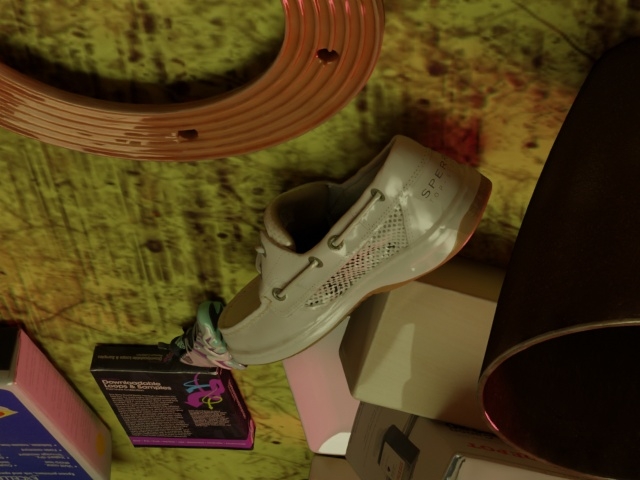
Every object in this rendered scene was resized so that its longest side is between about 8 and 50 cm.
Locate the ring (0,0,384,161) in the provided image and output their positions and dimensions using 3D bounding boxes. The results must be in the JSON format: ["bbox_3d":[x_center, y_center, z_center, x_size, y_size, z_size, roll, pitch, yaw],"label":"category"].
[{"bbox_3d":[-0.128,-0.151,1.049,0.336,0.032,0.336,6,149,4],"label":"ring"}]

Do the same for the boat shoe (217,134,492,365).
[{"bbox_3d":[0.000,0.000,1.223,0.096,0.098,0.277,38,136,-17],"label":"boat shoe"}]

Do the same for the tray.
[{"bbox_3d":[0.046,0.117,1.465,0.145,0.030,0.270,1,149,9],"label":"tray"}]

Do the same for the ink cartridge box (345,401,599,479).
[{"bbox_3d":[0.126,0.181,1.324,0.158,0.092,0.218,14,-169,-17],"label":"ink cartridge box"}]

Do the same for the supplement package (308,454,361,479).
[{"bbox_3d":[0.048,0.342,1.682,0.149,0.194,0.203,7,150,0],"label":"supplement package"}]

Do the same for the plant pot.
[{"bbox_3d":[0.209,-0.001,1.027,0.215,0.230,0.215,6,149,4],"label":"plant pot"}]

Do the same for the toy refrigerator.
[{"bbox_3d":[0.159,0.087,1.296,0.269,0.094,0.102,14,109,-12],"label":"toy refrigerator"}]

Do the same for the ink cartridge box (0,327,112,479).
[{"bbox_3d":[-0.362,0.176,1.627,0.303,0.072,0.307,-2,151,15],"label":"ink cartridge box"}]

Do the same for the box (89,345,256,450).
[{"bbox_3d":[-0.129,0.143,1.550,0.116,0.029,0.162,1,150,10],"label":"box"}]

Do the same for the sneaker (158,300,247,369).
[{"bbox_3d":[-0.104,0.081,1.429,0.069,0.038,0.098,-3,148,16],"label":"sneaker"}]
